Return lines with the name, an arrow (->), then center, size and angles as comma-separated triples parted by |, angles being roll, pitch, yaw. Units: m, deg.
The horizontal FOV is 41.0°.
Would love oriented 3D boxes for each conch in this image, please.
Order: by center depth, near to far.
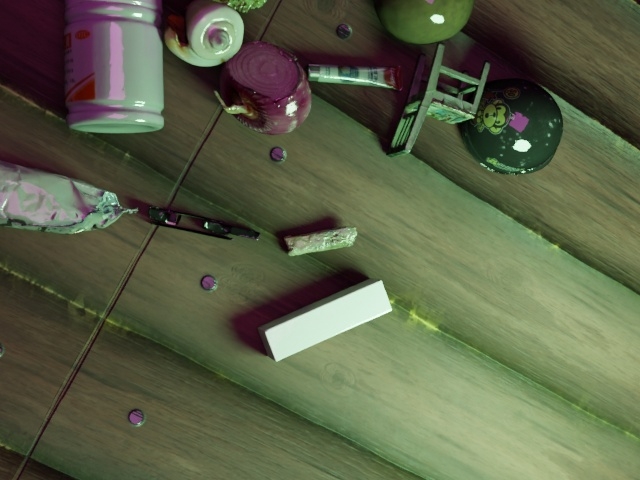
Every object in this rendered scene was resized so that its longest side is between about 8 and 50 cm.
conch -> -0.243, -0.435, 1.805 | 0.158, 0.255, 0.127 | -35, 117, 1

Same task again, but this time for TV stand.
TV stand -> -0.259, -0.032, 1.902 | 0.249, 0.036, 0.042 | 12, 86, -16

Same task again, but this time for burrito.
burrito -> -0.602, -0.085, 1.766 | 0.445, 0.101, 0.139 | 12, 73, -16
burrito -> 0.001, 0.000, 1.976 | 0.171, 0.042, 0.051 | -10, 103, -15

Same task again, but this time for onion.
onion -> -0.118, -0.318, 1.865 | 0.207, 0.200, 0.200 | 5, 89, 7

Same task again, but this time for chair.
chair -> 0.277, -0.305, 2.005 | 0.147, 0.136, 0.270 | 19, 84, -14

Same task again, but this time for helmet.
helmet -> 0.486, -0.275, 2.057 | 0.279, 0.160, 0.230 | 18, 84, -15

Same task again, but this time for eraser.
eraser -> 0.011, 0.179, 1.961 | 0.298, 0.076, 0.078 | -23, 97, -15

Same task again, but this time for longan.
longan -> 0.238, -0.571, 1.954 | 0.248, 0.248, 0.248 | 0, 90, -16

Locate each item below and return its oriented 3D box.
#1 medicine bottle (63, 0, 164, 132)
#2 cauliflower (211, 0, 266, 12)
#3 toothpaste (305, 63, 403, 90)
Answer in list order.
medicine bottle -> -0.425, -0.387, 1.765 | 0.202, 0.202, 0.316 | -1, 90, -16
cauliflower -> -0.181, -0.647, 1.805 | 0.327, 0.281, 0.260 | 3, 61, -25
toothpaste -> 0.081, -0.386, 2.000 | 0.239, 0.039, 0.062 | 0, 83, -18
